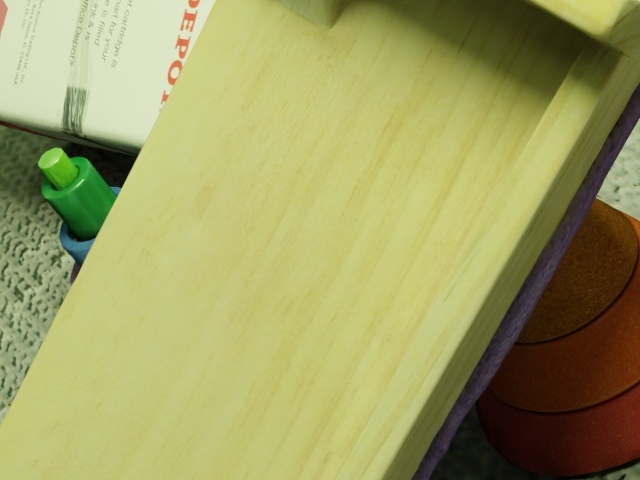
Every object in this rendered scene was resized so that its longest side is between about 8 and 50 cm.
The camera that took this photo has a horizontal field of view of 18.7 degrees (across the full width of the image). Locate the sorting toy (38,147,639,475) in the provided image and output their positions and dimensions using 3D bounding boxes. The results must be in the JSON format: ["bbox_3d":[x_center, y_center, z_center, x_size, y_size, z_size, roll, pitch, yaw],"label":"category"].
[{"bbox_3d":[0.000,0.000,0.855,0.366,0.126,0.127,7,54,42],"label":"sorting toy"}]

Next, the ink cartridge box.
[{"bbox_3d":[-0.083,-0.130,1.027,0.237,0.100,0.172,13,89,47],"label":"ink cartridge box"}]

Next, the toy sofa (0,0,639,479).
[{"bbox_3d":[-0.011,0.042,0.697,0.150,0.177,0.362,33,101,22],"label":"toy sofa"}]
